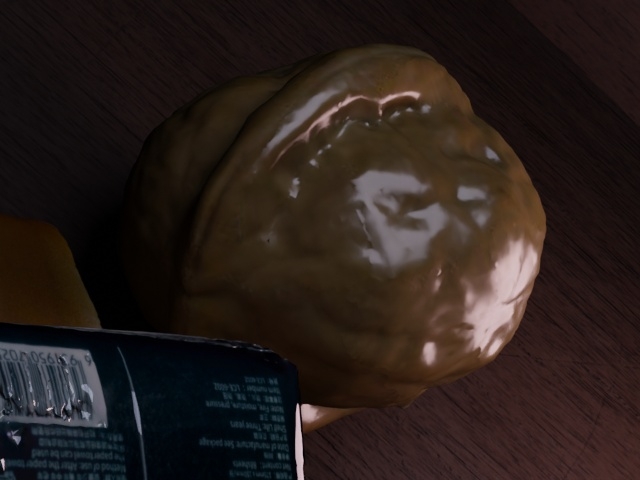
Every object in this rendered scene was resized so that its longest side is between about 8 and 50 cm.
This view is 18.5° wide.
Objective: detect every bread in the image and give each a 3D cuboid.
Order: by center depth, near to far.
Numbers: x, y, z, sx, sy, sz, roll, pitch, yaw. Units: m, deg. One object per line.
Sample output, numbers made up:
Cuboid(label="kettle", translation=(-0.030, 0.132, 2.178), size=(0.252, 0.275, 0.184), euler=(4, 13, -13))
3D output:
Cuboid(label="bread", translation=(-0.327, 0.032, 1.473), size=(0.361, 0.077, 0.138), euler=(13, 45, -47))

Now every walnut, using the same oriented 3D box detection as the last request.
Cuboid(label="walnut", translation=(0.002, -0.005, 1.740), size=(0.383, 0.383, 0.383), euler=(34, 31, -24))

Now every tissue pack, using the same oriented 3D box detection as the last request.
Cuboid(label="tissue pack", translation=(-0.212, 0.186, 1.210), size=(0.416, 0.253, 0.264), euler=(7, 73, -50))
